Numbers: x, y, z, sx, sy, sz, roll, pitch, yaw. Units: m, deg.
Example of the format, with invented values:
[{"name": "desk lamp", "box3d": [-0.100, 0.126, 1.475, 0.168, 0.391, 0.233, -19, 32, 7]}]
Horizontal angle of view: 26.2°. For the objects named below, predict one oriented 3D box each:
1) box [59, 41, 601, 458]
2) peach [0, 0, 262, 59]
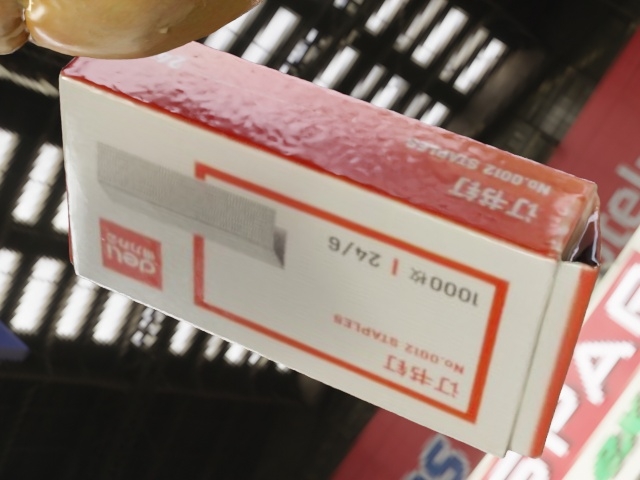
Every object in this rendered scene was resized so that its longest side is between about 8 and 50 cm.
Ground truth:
[{"name": "box", "box3d": [0.000, 0.000, 0.571, 0.050, 0.229, 0.123, -54, -21, -41]}, {"name": "peach", "box3d": [-0.075, -0.143, 0.447, 0.184, 0.184, 0.184, -36, -33, -28]}]
